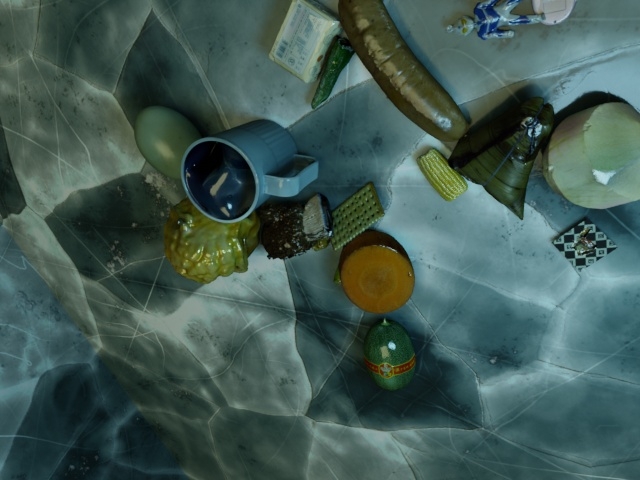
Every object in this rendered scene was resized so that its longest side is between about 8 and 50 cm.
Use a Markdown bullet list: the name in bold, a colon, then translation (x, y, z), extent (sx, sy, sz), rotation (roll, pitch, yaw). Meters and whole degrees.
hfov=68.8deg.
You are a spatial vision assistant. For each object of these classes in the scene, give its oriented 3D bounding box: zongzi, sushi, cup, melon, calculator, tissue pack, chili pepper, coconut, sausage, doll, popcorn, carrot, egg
- **zongzi**: translation (0.531, -0.194, 1.226), extent (0.300, 0.138, 0.286), rotation (47, 149, -9)
- **sushi**: translation (0.745, 0.009, 1.325), extent (0.126, 0.026, 0.120), rotation (43, 121, -6)
- **cup**: translation (-0.208, -0.241, 1.453), extent (0.332, 0.311, 0.256), rotation (-17, 107, 29)
- **melon**: translation (0.242, 0.396, 1.651), extent (0.183, 0.182, 0.287), rotation (-4, 111, 26)
- **calculator**: translation (0.553, -0.599, 1.105), extent (0.103, 0.024, 0.165), rotation (-2, 115, 25)
- **tissue pack**: translation (-0.039, -0.577, 1.340), extent (0.148, 0.092, 0.196), rotation (37, 125, 5)
- **chili pepper**: translation (0.024, -0.479, 1.369), extent (0.059, 0.088, 0.226), rotation (45, 127, 15)
- **coconut**: translation (0.686, -0.203, 1.128), extent (0.260, 0.259, 0.259), rotation (10, 118, 19)
- **sausage**: translation (0.214, -0.462, 1.270), extent (0.136, 0.123, 0.500), rotation (-37, 96, 9)
- **doll**: translation (0.427, -0.549, 1.159), extent (0.228, 0.057, 0.113), rotation (-7, 120, 32)
- **popcorn**: translation (-0.378, 0.001, 1.665), extent (0.349, 0.348, 0.381), rotation (23, 157, 12)
- **chili pepper**: translation (0.083, 0.063, 1.631), extent (0.050, 0.051, 0.201), rotation (3, 118, -10)
- **carrot**: translation (0.185, 0.119, 1.563), extent (0.259, 0.100, 0.307), rotation (3, 119, 12)
- **egg**: translation (-0.514, -0.332, 1.608), extent (0.203, 0.203, 0.282), rotation (-31, 101, 33)

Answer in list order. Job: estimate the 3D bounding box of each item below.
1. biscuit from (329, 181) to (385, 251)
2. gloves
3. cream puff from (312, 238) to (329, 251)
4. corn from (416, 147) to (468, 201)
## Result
- **biscuit**: translation (0.105, -0.075, 1.528), extent (0.231, 0.016, 0.138), rotation (-36, 59, 33)
- **gloves**: translation (-0.097, -0.044, 1.589), extent (0.313, 0.135, 0.210), rotation (-30, 70, 27)
- **cream puff**: translation (0.000, 0.000, 1.637), extent (0.058, 0.083, 0.083), rotation (13, 118, -34)
- **corn**: translation (0.356, -0.194, 1.373), extent (0.165, 0.063, 0.085), rotation (51, 133, -4)
